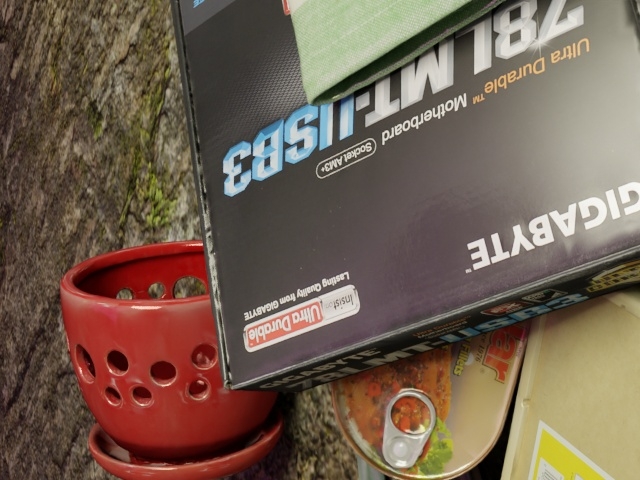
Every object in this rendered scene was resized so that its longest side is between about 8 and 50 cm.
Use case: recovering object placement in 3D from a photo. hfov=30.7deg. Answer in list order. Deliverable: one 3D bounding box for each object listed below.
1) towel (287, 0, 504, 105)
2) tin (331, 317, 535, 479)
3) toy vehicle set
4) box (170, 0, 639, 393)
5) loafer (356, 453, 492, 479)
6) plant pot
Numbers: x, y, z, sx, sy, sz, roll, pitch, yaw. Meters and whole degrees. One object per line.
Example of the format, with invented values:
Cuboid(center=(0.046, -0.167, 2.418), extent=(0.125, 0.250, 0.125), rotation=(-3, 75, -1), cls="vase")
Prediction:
Cuboid(center=(0.056, -0.262, 0.582), extent=(0.248, 0.038, 0.325), rotation=(-26, 67, 38), cls="towel")
Cuboid(center=(0.073, 0.047, 0.680), extent=(0.106, 0.040, 0.189), rotation=(19, 97, 23), cls="tin")
Cuboid(center=(0.155, 0.154, 0.606), extent=(0.166, 0.035, 0.267), rotation=(40, 128, 56), cls="toy vehicle set")
Cuboid(center=(0.049, -0.092, 0.629), extent=(0.295, 0.073, 0.293), rotation=(-22, 68, 37), cls="box")
Cuboid(center=(0.065, 0.054, 0.749), extent=(0.084, 0.096, 0.267), rotation=(-6, 88, 23), cls="loafer")
Cuboid(center=(-0.115, 0.103, 0.993), extent=(0.191, 0.191, 0.174), rotation=(23, 122, 61), cls="plant pot")
